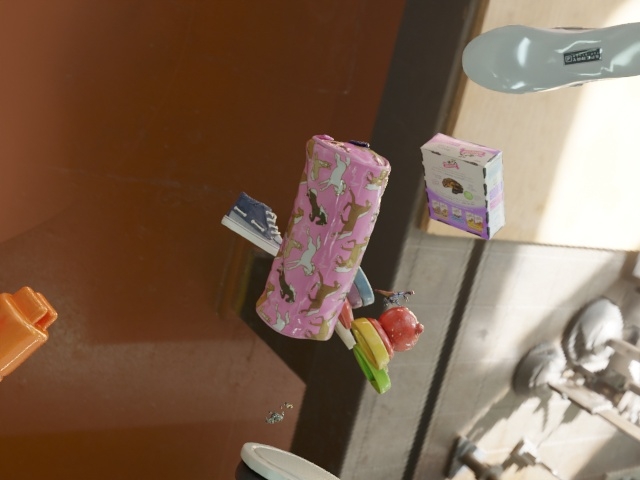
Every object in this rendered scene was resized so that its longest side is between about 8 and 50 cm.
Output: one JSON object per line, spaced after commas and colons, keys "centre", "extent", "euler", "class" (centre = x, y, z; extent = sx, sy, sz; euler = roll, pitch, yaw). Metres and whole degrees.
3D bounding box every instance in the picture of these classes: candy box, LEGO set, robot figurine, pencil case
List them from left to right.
{"centre": [-0.608, 0.186, 1.362], "extent": [0.219, 0.158, 0.128], "euler": [-43, 110, -8], "class": "robot figurine"}
{"centre": [-0.106, 0.441, 1.826], "extent": [0.054, 0.023, 0.083], "euler": [19, 121, -37], "class": "LEGO set"}
{"centre": [0.000, 0.000, 1.358], "extent": [0.160, 0.167, 0.386], "euler": [14, 108, -14], "class": "pencil case"}
{"centre": [0.310, -0.118, 1.568], "extent": [0.070, 0.165, 0.196], "euler": [-39, 135, -29], "class": "candy box"}

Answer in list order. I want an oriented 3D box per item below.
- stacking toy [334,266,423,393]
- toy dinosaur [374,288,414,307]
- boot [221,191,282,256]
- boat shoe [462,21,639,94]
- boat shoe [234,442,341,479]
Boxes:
{"centre": [0.122, 0.189, 1.685], "extent": [0.130, 0.309, 0.279], "euler": [-28, 140, -10], "class": "stacking toy"}
{"centre": [0.188, 0.130, 1.754], "extent": [0.090, 0.047, 0.082], "euler": [55, 45, -2], "class": "toy dinosaur"}
{"centre": [-0.116, -0.026, 1.571], "extent": [0.190, 0.069, 0.086], "euler": [32, 88, 2], "class": "boot"}
{"centre": [0.381, -0.292, 1.148], "extent": [0.102, 0.301, 0.108], "euler": [-26, 111, -68], "class": "boat shoe"}
{"centre": [0.041, 0.280, 0.634], "extent": [0.303, 0.114, 0.091], "euler": [34, 86, -14], "class": "boat shoe"}
